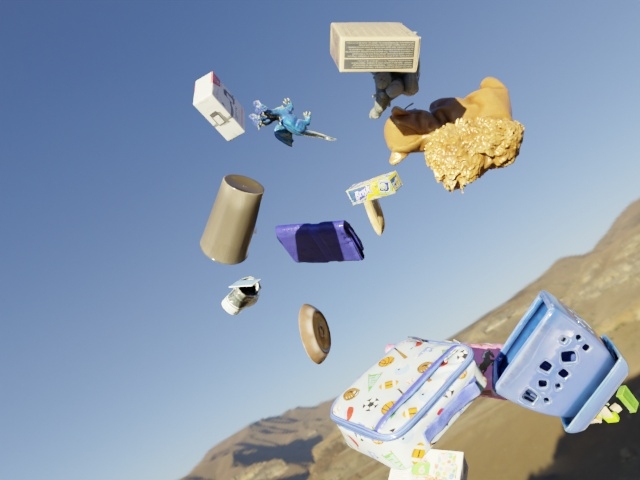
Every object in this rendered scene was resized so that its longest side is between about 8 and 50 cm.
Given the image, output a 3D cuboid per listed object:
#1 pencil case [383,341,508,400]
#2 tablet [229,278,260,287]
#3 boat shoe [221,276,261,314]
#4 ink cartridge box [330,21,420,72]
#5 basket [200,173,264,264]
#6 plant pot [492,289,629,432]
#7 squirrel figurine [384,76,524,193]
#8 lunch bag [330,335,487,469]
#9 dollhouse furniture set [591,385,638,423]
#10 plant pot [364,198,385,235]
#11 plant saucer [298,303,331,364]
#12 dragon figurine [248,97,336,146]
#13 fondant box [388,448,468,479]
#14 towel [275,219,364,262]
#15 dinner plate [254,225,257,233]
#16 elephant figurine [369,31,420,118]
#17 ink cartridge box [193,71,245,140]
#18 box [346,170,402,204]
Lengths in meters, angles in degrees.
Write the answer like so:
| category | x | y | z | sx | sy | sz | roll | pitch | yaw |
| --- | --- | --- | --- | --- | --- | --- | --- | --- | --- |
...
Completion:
| category | x | y | z | sx | sy | sz | roll | pitch | yaw |
| --- | --- | --- | --- | --- | --- | --- | --- | --- | --- |
| pencil case | 0.370 | 0.376 | 1.578 | 0.387 | 0.167 | 0.160 | -1 | 4 | -1 |
| tablet | -0.224 | 0.127 | 1.637 | 0.083 | 0.006 | 0.054 | -7 | 14 | 27 |
| boat shoe | -0.301 | 0.213 | 2.315 | 0.119 | 0.121 | 0.335 | -44 | 5 | 15 |
| ink cartridge box | 0.130 | -0.493 | 1.403 | 0.194 | 0.234 | 0.088 | -1 | -61 | -4 |
| basket | -0.263 | -0.072 | 1.682 | 0.154 | 0.204 | 0.226 | 15 | -63 | -13 |
| plant pot | 0.544 | 0.278 | 1.260 | 0.235 | 0.212 | 0.236 | -60 | -12 | 13 |
| squirrel figurine | 0.392 | -0.323 | 1.688 | 0.371 | 0.396 | 0.280 | 0 | -59 | -6 |
| lunch bag | 0.188 | 0.317 | 1.139 | 0.303 | 0.114 | 0.243 | -37 | 17 | -29 |
| dollhouse furniture set | 0.722 | 0.420 | 1.414 | 0.076 | 0.058 | 0.152 | -41 | 2 | -38 |
| plant pot | 0.235 | -0.137 | 2.425 | 0.033 | 0.236 | 0.236 | -19 | -19 | -5 |
| plant saucer | -0.010 | 0.295 | 1.771 | 0.036 | 0.198 | 0.199 | -17 | -13 | 20 |
| dragon figurine | -0.098 | -0.369 | 1.814 | 0.085 | 0.289 | 0.144 | -37 | 21 | 52 |
| fondant box | 0.333 | 0.845 | 1.789 | 0.239 | 0.096 | 0.330 | -6 | 38 | 29 |
| towel | 0.000 | 0.000 | 2.160 | 0.309 | 0.076 | 0.227 | -4 | -40 | 27 |
| dinner plate | -0.275 | -0.082 | 2.039 | 0.017 | 0.141 | 0.141 | -40 | -19 | 10 |
| elephant figurine | 0.223 | -0.499 | 1.713 | 0.186 | 0.169 | 0.239 | -19 | 1 | 2 |
| ink cartridge box | -0.271 | -0.361 | 1.500 | 0.063 | 0.109 | 0.150 | -25 | -43 | 19 |
| box | 0.166 | -0.163 | 1.726 | 0.169 | 0.054 | 0.059 | -15 | 20 | 42 |
